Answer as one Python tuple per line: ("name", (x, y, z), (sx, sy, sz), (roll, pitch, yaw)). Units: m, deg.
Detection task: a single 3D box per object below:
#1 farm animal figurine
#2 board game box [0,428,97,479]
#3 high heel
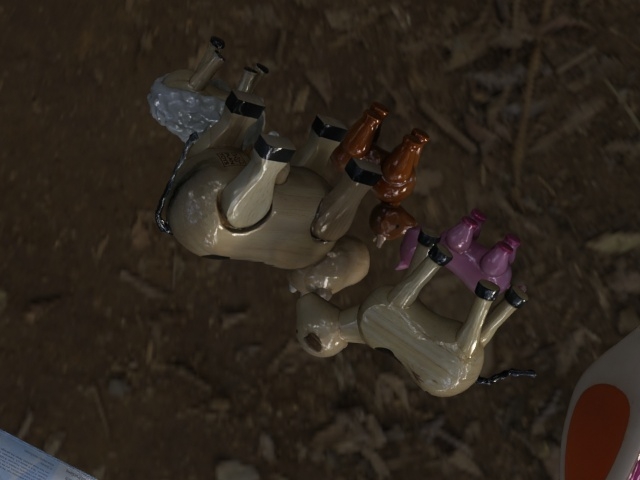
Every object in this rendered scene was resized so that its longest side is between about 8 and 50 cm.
("farm animal figurine", (0.000, 0.000, 1.342), (0.327, 0.330, 0.172), (22, 114, -24))
("board game box", (-0.454, 0.326, 1.642), (0.319, 0.066, 0.318), (29, 70, -3))
("high heel", (0.341, 0.109, 1.330), (0.181, 0.127, 0.377), (18, 99, -24))
